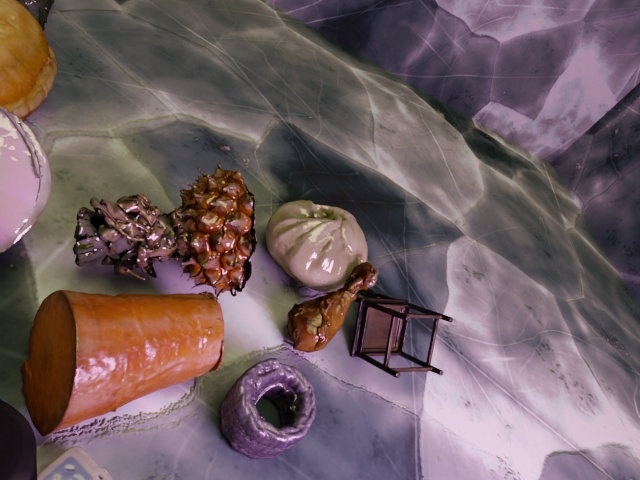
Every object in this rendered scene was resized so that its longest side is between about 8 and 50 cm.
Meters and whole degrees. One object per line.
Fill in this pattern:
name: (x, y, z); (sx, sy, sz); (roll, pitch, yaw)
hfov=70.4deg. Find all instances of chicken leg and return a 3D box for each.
chicken leg: (0.029, 0.135, 0.949); (0.251, 0.087, 0.107); (-38, 58, -23)

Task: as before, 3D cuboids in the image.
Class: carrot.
carrot: (-0.279, 0.168, 0.685); (0.254, 0.196, 0.196); (7, 47, -47)

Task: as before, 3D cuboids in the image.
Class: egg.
egg: (-0.576, -0.078, 0.692); (0.264, 0.174, 0.286); (45, 65, -18)

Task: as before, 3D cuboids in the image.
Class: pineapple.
pineapple: (-0.283, -0.018, 0.800); (0.271, 0.263, 0.263); (-1, 52, -31)

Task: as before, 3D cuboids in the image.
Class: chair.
chair: (0.140, 0.193, 1.015); (0.154, 0.142, 0.260); (9, 2, -33)

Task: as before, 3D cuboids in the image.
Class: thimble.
thimble: (-0.089, 0.283, 0.763); (0.150, 0.098, 0.150); (22, 41, -21)

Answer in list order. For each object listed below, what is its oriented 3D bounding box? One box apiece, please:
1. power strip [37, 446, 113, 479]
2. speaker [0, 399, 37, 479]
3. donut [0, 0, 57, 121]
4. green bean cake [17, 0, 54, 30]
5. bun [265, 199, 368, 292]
power strip: (-0.350, 0.367, 0.514); (0.118, 0.046, 0.270); (43, 39, 6)
speaker: (-0.446, 0.178, 0.488); (0.388, 0.180, 0.184); (30, 36, 5)
donut: (-0.723, -0.353, 0.822); (0.448, 0.198, 0.449); (22, 40, -20)
green bean cake: (-0.793, -0.637, 1.115); (0.240, 0.132, 0.255); (11, 45, -25)
bun: (0.000, 0.000, 1.060); (0.259, 0.160, 0.259); (18, 39, -15)
